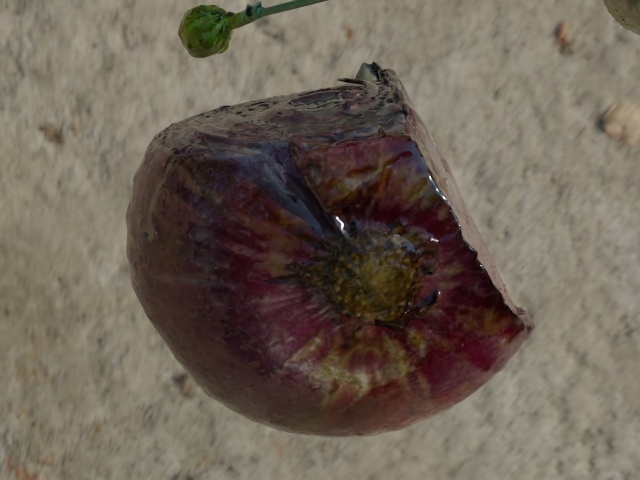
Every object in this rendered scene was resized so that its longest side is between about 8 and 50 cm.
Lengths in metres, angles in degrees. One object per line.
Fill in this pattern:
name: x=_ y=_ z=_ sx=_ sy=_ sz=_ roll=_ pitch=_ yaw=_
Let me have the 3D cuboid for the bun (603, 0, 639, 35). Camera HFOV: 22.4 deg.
bun: x=0.390 y=-0.359 z=1.793 sx=0.168 sy=0.273 sz=0.273 roll=31 pitch=63 yaw=23

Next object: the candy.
candy: x=-0.065 y=-0.233 z=1.681 sx=0.058 sy=0.194 sz=0.062 roll=49 pitch=43 yaw=-39

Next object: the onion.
onion: x=-0.003 y=0.015 z=1.089 sx=0.230 sy=0.272 sz=0.256 roll=-28 pitch=85 yaw=0
